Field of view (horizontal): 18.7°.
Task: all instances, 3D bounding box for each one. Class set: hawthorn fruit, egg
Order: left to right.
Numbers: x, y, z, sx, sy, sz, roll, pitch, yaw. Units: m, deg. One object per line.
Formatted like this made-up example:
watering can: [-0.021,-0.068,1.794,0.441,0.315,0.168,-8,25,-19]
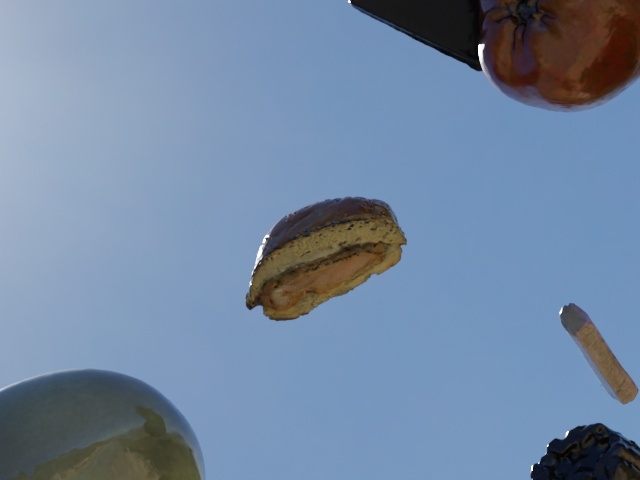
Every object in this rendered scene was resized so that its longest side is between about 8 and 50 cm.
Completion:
egg: [-0.278,0.269,1.979,0.352,0.258,0.258,-24,-21,26]
hawthorn fruit: [0.238,-0.210,1.869,0.189,0.189,0.189,-32,-34,-25]

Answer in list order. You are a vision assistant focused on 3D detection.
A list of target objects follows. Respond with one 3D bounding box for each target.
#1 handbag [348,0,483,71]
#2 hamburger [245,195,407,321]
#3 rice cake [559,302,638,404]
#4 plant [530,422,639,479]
handbag: [0.177,-0.349,1.984,0.325,0.269,0.118,-63,4,9]
hamburger: [-0.004,-0.002,1.947,0.176,0.102,0.087,-32,-52,18]
rice cake: [0.332,0.136,2.319,0.036,0.047,0.206,-47,-41,-7]
plant: [0.294,0.281,1.800,0.142,0.164,0.256,-50,-53,-23]
